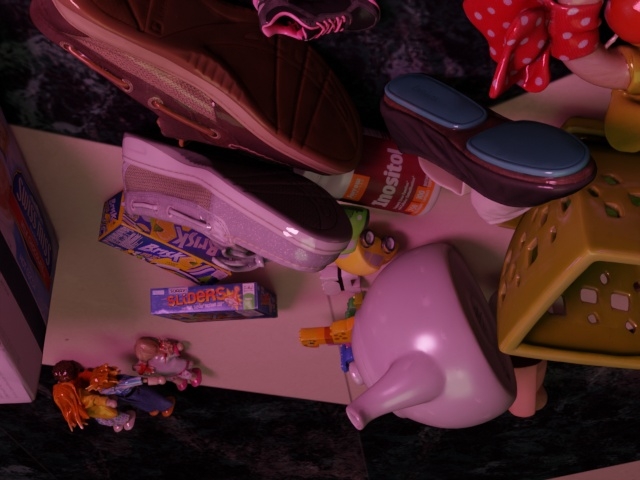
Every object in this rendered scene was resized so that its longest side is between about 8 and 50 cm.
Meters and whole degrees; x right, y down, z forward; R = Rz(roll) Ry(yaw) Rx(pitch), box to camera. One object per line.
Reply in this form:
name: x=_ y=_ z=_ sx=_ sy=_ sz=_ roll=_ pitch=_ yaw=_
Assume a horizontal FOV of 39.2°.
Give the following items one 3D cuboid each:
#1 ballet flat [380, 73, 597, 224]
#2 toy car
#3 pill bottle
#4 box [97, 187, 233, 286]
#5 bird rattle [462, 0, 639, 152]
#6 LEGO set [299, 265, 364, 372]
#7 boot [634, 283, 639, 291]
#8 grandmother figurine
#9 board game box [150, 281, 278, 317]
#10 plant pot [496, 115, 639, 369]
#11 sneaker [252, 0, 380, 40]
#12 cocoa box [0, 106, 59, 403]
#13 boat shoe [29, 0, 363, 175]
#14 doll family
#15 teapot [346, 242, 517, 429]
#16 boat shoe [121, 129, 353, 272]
ballet flat: x=0.156 y=-0.079 z=0.849 sx=0.095 sy=0.280 sz=0.096 roll=-22 pitch=124 yaw=-18
toy car: x=0.000 y=0.000 z=1.062 sx=0.239 sy=0.053 sz=0.225 roll=7 pitch=170 yaw=-12
pill bottle: x=0.052 y=-0.080 z=0.985 sx=0.152 sy=0.086 sz=0.086 roll=10 pitch=145 yaw=-16
box: x=-0.188 y=-0.002 z=1.120 sx=0.054 sy=0.059 sz=0.169 roll=-27 pitch=138 yaw=37
bird rattle: x=0.271 y=-0.202 z=0.821 sx=0.253 sy=0.143 sz=0.207 roll=28 pitch=127 yaw=-17
LEGO set: x=0.020 y=0.128 z=1.296 sx=0.093 sy=0.087 sz=0.227 roll=-5 pitch=145 yaw=6
boot: x=0.562 y=0.054 z=1.177 sx=0.220 sy=0.109 sz=0.283 roll=27 pitch=139 yaw=-34
grandmother figurine: x=0.300 y=0.167 z=1.354 sx=0.207 sy=0.104 sz=0.342 roll=-17 pitch=147 yaw=1
board game box: x=-0.136 y=0.086 z=1.201 sx=0.136 sy=0.035 sz=0.201 roll=-3 pitch=172 yaw=3
plant pot: x=0.329 y=-0.001 z=1.004 sx=0.228 sy=0.207 sz=0.227 roll=7 pitch=146 yaw=-12
sneaker: x=-0.003 y=-0.203 z=0.828 sx=0.119 sy=0.057 sz=0.047 roll=2 pitch=144 yaw=-7
cocoa box: x=-0.444 y=0.006 z=0.972 sx=0.231 sy=0.228 sz=0.347 roll=-1 pitch=146 yaw=-1
boat shoe: x=-0.112 y=-0.153 z=0.857 sx=0.342 sy=0.123 sz=0.123 roll=25 pitch=149 yaw=-31
doll family: x=-0.323 y=0.241 z=1.426 sx=0.263 sy=0.118 sz=0.163 roll=-18 pitch=142 yaw=24
teapot: x=0.124 y=0.135 z=1.154 sx=0.187 sy=0.253 sz=0.256 roll=-26 pitch=144 yaw=17
boat shoe: x=-0.096 y=-0.029 z=0.890 sx=0.320 sy=0.103 sz=0.118 roll=24 pitch=-161 yaw=39
